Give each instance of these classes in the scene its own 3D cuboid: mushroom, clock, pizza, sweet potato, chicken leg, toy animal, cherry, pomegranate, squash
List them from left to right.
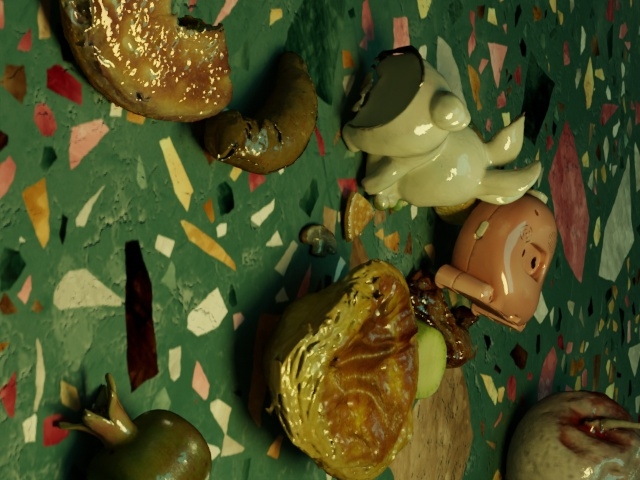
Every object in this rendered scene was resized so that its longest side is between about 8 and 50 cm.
[{"bbox_3d":[-0.222,0.254,1.503,0.191,0.131,0.152,49,53,-20],"label":"pomegranate"},{"bbox_3d":[-0.206,-0.231,1.520,0.161,0.085,0.305,-59,143,-4],"label":"pizza"},{"bbox_3d":[-0.073,-0.155,1.749,0.310,0.098,0.124,-48,125,-52],"label":"sweet potato"},{"bbox_3d":[0.000,0.000,1.958,0.101,0.019,0.049,21,75,-58],"label":"mushroom"},{"bbox_3d":[0.058,-0.040,2.050,0.078,0.025,0.083,-6,104,-55],"label":"pizza"},{"bbox_3d":[0.125,0.191,2.101,0.170,0.122,0.170,-15,109,-54],"label":"squash"},{"bbox_3d":[0.188,-0.160,2.071,0.310,0.247,0.183,43,38,-37],"label":"toy animal"},{"bbox_3d":[0.213,0.142,2.289,0.322,0.083,0.177,43,37,-50],"label":"chicken leg"},{"bbox_3d":[0.344,0.023,2.286,0.227,0.142,0.241,37,79,-54],"label":"clock"},{"bbox_3d":[0.528,0.483,2.647,0.326,0.291,0.335,-15,120,-77],"label":"cherry"}]

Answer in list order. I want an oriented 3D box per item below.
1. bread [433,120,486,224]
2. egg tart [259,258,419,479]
[{"bbox_3d":[0.243,-0.130,2.286,0.236,0.106,0.140,54,49,-46],"label":"bread"},{"bbox_3d":[0.033,0.195,1.888,0.351,0.153,0.339,-53,135,-40],"label":"egg tart"}]
